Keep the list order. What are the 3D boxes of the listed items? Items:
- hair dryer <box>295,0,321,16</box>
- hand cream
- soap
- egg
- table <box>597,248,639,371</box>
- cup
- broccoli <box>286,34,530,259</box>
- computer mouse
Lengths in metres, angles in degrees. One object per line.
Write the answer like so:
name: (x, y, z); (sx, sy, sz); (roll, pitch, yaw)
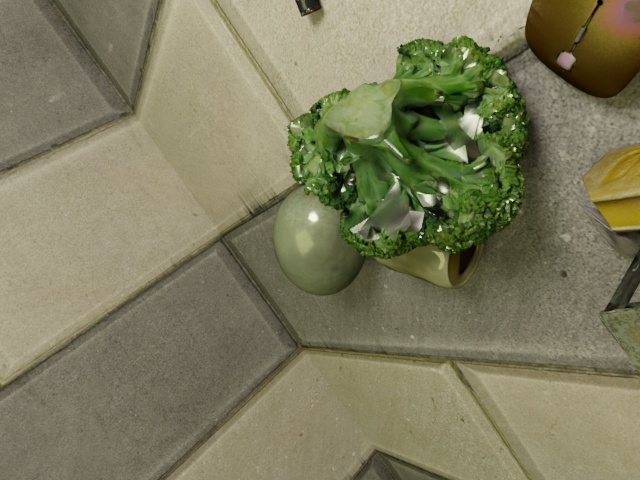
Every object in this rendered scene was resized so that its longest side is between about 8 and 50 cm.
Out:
hair dryer: (-0.003, -0.529, 0.808); (0.195, 0.050, 0.173); (2, 126, 49)
hand cream: (0.451, -0.015, 0.672); (0.053, 0.142, 0.084); (-54, 39, 23)
soap: (0.445, -0.077, 0.543); (0.073, 0.140, 0.232); (55, 162, -10)
egg: (0.000, 0.000, 1.185); (0.258, 0.258, 0.352); (31, 148, 32)
table: (0.548, 0.053, 0.448); (0.222, 0.272, 0.335); (53, 151, -3)
cup: (0.211, -0.036, 0.928); (0.202, 0.173, 0.255); (20, 139, 41)
broccoli: (0.148, -0.150, 0.736); (0.413, 0.321, 0.310); (37, 155, 33)
computer mouse: (0.333, -0.283, 0.498); (0.158, 0.072, 0.310); (47, 169, 17)
